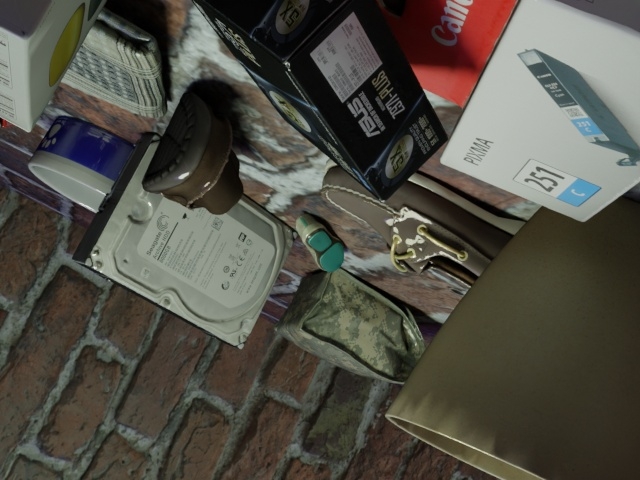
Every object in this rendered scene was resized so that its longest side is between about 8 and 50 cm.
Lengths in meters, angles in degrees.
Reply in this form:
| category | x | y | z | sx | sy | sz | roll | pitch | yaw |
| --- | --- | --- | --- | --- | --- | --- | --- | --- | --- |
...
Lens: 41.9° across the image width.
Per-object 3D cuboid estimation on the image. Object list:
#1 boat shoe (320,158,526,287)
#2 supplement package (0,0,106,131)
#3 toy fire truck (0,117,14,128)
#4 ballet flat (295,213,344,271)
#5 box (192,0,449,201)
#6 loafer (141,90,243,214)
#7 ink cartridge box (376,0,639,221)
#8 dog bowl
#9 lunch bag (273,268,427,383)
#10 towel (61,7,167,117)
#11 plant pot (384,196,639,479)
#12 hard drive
| category | x | y | z | sx | sy | sz | roll | pitch | yaw |
| --- | --- | --- | --- | --- | --- | --- | --- | --- | --- |
| boat shoe | 0.140 | -0.001 | 0.987 | 0.324 | 0.097 | 0.116 | 24 | 167 | 6 |
| supplement package | -0.245 | -0.230 | 0.579 | 0.198 | 0.199 | 0.262 | 28 | 167 | -15 |
| toy fire truck | -0.536 | -0.241 | 1.330 | 0.047 | 0.135 | 0.192 | 20 | -155 | 24 |
| ballet flat | 0.000 | 0.000 | 1.400 | 0.052 | 0.057 | 0.168 | 51 | 175 | 27 |
| box | -0.001 | -0.134 | 0.639 | 0.147 | 0.077 | 0.180 | 44 | 177 | 38 |
| loafer | -0.153 | -0.105 | 1.114 | 0.130 | 0.134 | 0.366 | 24 | 178 | -13 |
| ink cartridge box | 0.125 | -0.125 | 0.592 | 0.261 | 0.066 | 0.296 | 24 | 167 | 4 |
| dog bowl | -0.396 | -0.116 | 1.545 | 0.264 | 0.104 | 0.265 | 24 | 167 | 6 |
| lunch bag | 0.080 | 0.191 | 1.718 | 0.287 | 0.169 | 0.235 | 33 | 166 | -10 |
| towel | -0.330 | -0.240 | 0.951 | 0.324 | 0.056 | 0.312 | 26 | 174 | -7 |
| plant pot | 0.232 | 0.098 | 0.800 | 0.256 | 0.274 | 0.256 | 24 | 168 | 5 |
| hard drive | -0.211 | 0.009 | 1.393 | 0.339 | 0.237 | 0.064 | 36 | 163 | -36 |
